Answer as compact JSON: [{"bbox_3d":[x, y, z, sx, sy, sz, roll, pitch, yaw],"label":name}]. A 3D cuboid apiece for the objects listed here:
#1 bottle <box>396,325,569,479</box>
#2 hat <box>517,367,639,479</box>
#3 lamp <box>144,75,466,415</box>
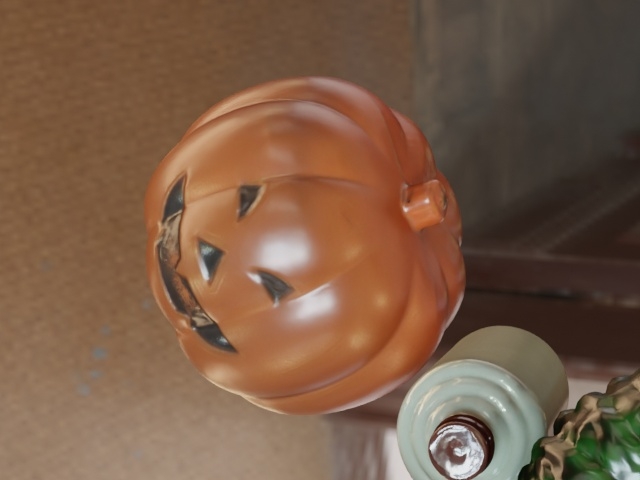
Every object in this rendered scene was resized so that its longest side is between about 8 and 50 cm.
[{"bbox_3d":[0.112,0.125,1.384,0.245,0.104,0.104,-26,117,-77],"label":"bottle"},{"bbox_3d":[0.280,0.201,1.324,0.332,0.274,0.242,24,50,-69],"label":"hat"},{"bbox_3d":[0.000,0.000,1.105,0.187,0.164,0.188,35,45,-44],"label":"lamp"}]
